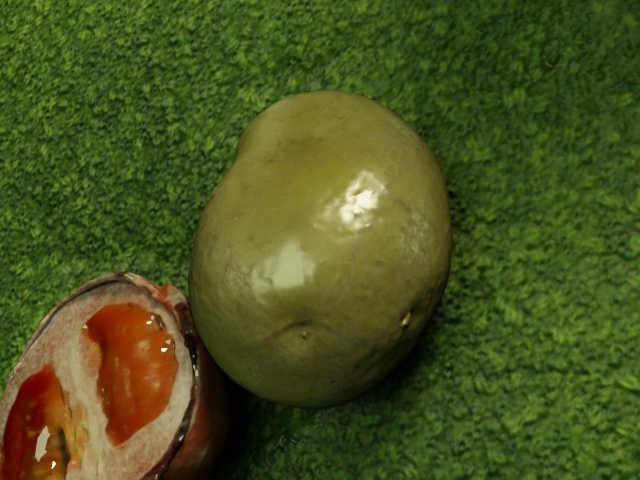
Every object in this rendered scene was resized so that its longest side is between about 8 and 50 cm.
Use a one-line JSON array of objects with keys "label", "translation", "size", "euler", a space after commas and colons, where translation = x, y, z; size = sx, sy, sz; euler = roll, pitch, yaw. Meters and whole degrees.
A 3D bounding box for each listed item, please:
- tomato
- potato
[{"label": "tomato", "translation": [-0.148, 0.137, 0.865], "size": [0.228, 0.112, 0.199], "euler": [-41, 51, 18]}, {"label": "potato", "translation": [0.000, 0.000, 0.784], "size": [0.177, 0.160, 0.235], "euler": [6, 60, -4]}]
